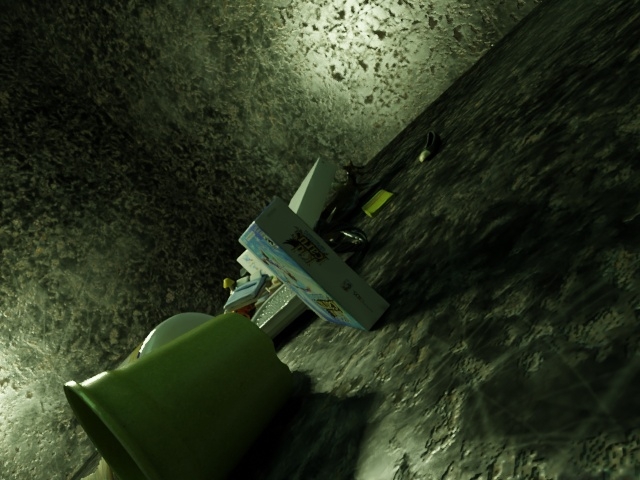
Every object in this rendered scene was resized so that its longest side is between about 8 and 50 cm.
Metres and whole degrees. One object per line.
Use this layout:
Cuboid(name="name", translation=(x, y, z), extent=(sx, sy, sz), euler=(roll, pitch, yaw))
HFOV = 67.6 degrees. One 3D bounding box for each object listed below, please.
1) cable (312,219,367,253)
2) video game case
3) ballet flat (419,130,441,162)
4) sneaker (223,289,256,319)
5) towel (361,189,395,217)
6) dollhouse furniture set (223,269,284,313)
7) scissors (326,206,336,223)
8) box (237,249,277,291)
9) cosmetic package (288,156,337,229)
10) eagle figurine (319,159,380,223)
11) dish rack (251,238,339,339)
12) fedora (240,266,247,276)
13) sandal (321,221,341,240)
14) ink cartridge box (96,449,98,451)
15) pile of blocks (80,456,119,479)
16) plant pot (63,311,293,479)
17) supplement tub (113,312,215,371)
Cuboid(name="cable", translation=(0.045, -0.001, 1.218), extent=(0.184, 0.150, 0.047), euler=(-72, -3, -69))
Cuboid(name="video game case", translation=(-0.028, 0.051, 0.848), extent=(0.061, 0.244, 0.269), euler=(-49, 7, -14))
Cuboid(name="ballet flat", translation=(0.340, -0.295, 1.515), extent=(0.057, 0.049, 0.173), euler=(-42, 8, 40))
Cuboid(name="sneaker", translation=(-0.294, 0.278, 1.801), extent=(0.180, 0.124, 0.321), euler=(-32, 25, 49))
Cuboid(name="towel", translation=(0.187, -0.126, 1.579), extent=(0.102, 0.021, 0.237), euler=(-46, 7, 5))
Cuboid(name="dollhouse furniture set", translation=(-0.245, 0.121, 1.613), extent=(0.303, 0.198, 0.286), euler=(-24, 12, 14))
Cuboid(name="scissors", translation=(0.012, -0.053, 1.768), extent=(0.109, 0.021, 0.297), euler=(-17, -14, -4))
Cuboid(name="box", translation=(-0.218, 0.099, 1.956), extent=(0.103, 0.203, 0.114), euler=(-39, 7, 42))
Cuboid(name="cosmetic package", translation=(-0.071, -0.112, 1.898), extent=(0.284, 0.097, 0.377), euler=(-54, 12, 46))
Cuboid(name="eagle figurine", translation=(0.092, -0.189, 2.056), extent=(0.226, 0.225, 0.298), euler=(0, -65, -39))
Cuboid(name="dish rack", translation=(-0.074, 0.158, 1.251), extent=(0.333, 0.072, 0.285), euler=(-43, 8, 24))
Cuboid(name="fedora", translation=(-0.214, 0.087, 2.231), extent=(0.334, 0.152, 0.334), euler=(-42, 5, 4))
Cuboid(name="sandal", translation=(0.006, 0.017, 1.676), extent=(0.219, 0.090, 0.060), euler=(-41, 26, -23))
Cuboid(name="ink cartridge box", translation=(-0.507, 0.530, 1.486), extent=(0.353, 0.119, 0.207), euler=(-50, 8, -37))
Cuboid(name="pile of blocks", translation=(-0.480, 0.579, 1.213), extent=(0.362, 0.149, 0.113), euler=(-53, 47, 19))
Cuboid(name="plant pot", translation=(-0.189, 0.249, 0.725), extent=(0.254, 0.276, 0.276), euler=(-37, 0, -38))
Cuboid(name="supplement tub", translation=(-0.312, 0.323, 0.994), extent=(0.331, 0.241, 0.241), euler=(-42, 8, 35))
